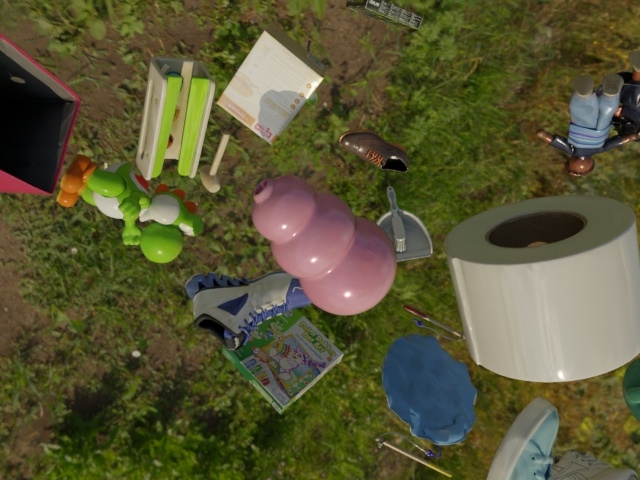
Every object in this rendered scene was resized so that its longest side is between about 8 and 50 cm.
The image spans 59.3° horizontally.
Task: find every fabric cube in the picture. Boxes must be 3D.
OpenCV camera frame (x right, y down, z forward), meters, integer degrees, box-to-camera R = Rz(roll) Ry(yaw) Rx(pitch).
[{"bbox_3d":[-0.735,-0.262,1.220,0.254,0.257,0.259,49,47,-66],"label":"fabric cube"}]

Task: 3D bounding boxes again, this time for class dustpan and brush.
[{"bbox_3d":[0.193,-0.048,1.427,0.147,0.211,0.060,-9,138,3],"label":"dustpan and brush"}]

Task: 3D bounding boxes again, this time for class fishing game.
[{"bbox_3d":[0.178,0.243,0.926,0.189,0.264,0.041,26,139,-13],"label":"fishing game"}]

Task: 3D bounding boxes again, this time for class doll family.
[{"bbox_3d":[0.294,-0.099,0.489,0.076,0.192,0.111,-64,155,-20],"label":"doll family"}]

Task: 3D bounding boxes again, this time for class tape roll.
[{"bbox_3d":[0.308,0.056,0.778,0.246,0.246,0.169,-26,109,-26],"label":"tape roll"}]

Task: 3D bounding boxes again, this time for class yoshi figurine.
[{"bbox_3d":[-0.485,-0.058,1.443,0.361,0.204,0.203,24,112,-21],"label":"yoshi figurine"}]

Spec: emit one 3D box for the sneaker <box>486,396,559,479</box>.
[{"bbox_3d":[0.351,0.454,0.938,0.135,0.150,0.366,19,91,-54],"label":"sneaker"}]

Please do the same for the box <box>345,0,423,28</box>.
[{"bbox_3d":[0.193,-0.706,1.737,0.190,0.184,0.045,14,105,-22],"label":"box"}]

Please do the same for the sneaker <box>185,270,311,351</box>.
[{"bbox_3d":[-0.174,0.182,1.390,0.315,0.182,0.128,-1,143,-10],"label":"sneaker"}]

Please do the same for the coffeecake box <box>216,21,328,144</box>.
[{"bbox_3d":[-0.098,-0.311,1.132,0.142,0.068,0.185,36,123,-13],"label":"coffeecake box"}]

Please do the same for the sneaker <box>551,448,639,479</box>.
[{"bbox_3d":[0.673,0.596,1.434,0.110,0.130,0.297,11,153,-18],"label":"sneaker"}]

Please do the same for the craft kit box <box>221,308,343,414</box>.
[{"bbox_3d":[-0.106,0.320,1.600,0.246,0.249,0.061,-34,156,-37],"label":"craft kit box"}]

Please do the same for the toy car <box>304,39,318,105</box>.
[{"bbox_3d":[-0.084,-0.509,1.685,0.148,0.155,0.189,18,87,-48],"label":"toy car"}]

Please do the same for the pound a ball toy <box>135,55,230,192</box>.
[{"bbox_3d":[-0.328,-0.273,1.368,0.208,0.136,0.319,-8,137,-34],"label":"pound a ball toy"}]

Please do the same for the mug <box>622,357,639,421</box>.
[{"bbox_3d":[0.590,0.260,0.989,0.157,0.097,0.130,40,55,-19],"label":"mug"}]

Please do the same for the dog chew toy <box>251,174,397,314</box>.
[{"bbox_3d":[0.000,0.000,1.097,0.207,0.206,0.332,-50,119,-5],"label":"dog chew toy"}]

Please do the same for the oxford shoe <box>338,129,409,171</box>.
[{"bbox_3d":[0.193,-0.309,1.957,0.271,0.099,0.097,13,130,-18],"label":"oxford shoe"}]
